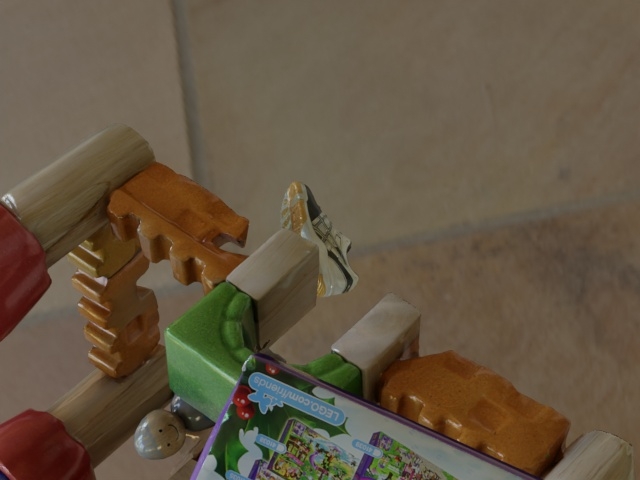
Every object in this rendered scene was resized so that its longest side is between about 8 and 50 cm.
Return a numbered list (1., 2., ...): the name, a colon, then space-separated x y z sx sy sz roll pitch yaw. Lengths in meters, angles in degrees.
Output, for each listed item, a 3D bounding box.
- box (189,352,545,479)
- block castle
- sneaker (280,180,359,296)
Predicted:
1. box: 0.064 0.194 0.676 0.293 0.057 0.201 25 88 4
2. block castle: -0.048 0.165 1.009 0.453 0.303 0.213 32 56 27
3. sneaker: 0.000 0.000 1.081 0.037 0.032 0.083 -1 60 -27
